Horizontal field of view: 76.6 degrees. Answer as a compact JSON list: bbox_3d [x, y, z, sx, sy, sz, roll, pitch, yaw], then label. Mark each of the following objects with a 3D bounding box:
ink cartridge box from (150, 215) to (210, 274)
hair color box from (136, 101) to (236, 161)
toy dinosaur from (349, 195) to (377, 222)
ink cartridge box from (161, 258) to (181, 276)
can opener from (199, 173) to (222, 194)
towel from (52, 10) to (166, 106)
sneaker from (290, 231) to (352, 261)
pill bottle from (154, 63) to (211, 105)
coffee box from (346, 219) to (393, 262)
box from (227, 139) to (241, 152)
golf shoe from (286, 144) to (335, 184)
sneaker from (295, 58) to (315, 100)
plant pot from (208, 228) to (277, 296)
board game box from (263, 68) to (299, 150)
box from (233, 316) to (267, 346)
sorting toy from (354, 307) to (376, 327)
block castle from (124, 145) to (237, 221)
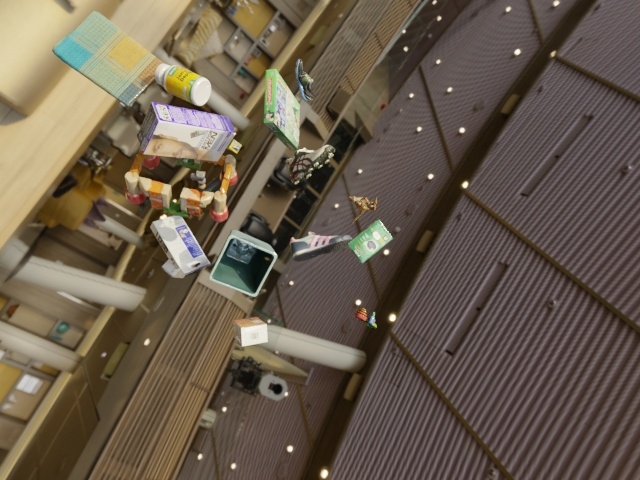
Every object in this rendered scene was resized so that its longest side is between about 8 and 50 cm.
[{"bbox_3d":[-0.731,0.028,2.119,0.165,0.333,0.065,-24,166,-45],"label":"ink cartridge box"},{"bbox_3d":[-0.540,-0.430,1.651,0.185,0.338,0.110,-43,-117,37],"label":"hair color box"},{"bbox_3d":[0.162,-0.135,1.573,0.112,0.211,0.064,1,-111,17],"label":"toy dinosaur"},{"bbox_3d":[-0.792,0.129,2.313,0.159,0.092,0.218,-48,-179,-9],"label":"ink cartridge box"},{"bbox_3d":[-0.592,-0.248,2.071,0.283,0.076,0.095,-38,-123,6],"label":"can opener"},{"bbox_3d":[-0.881,-0.764,1.714,0.272,0.370,0.040,-56,-173,-19],"label":"towel"},{"bbox_3d":[0.000,0.000,2.029,0.112,0.318,0.131,104,-32,-58],"label":"sneaker"},{"bbox_3d":[-0.569,-0.647,1.669,0.118,0.208,0.118,-59,169,-19],"label":"pill bottle"},{"bbox_3d":[0.218,0.003,1.807,0.184,0.113,0.040,-39,-172,-7],"label":"coffee box"},{"bbox_3d":[-0.500,-0.529,2.213,0.169,0.059,0.054,32,-91,46],"label":"box"},{"bbox_3d":[-0.055,-0.338,1.687,0.105,0.120,0.272,-24,177,-45],"label":"golf shoe"},{"bbox_3d":[-0.071,-0.752,1.894,0.078,0.188,0.067,-15,-147,5],"label":"sneaker"},{"bbox_3d":[-0.387,0.085,2.019,0.247,0.247,0.252,-61,-161,12],"label":"plant pot"},{"bbox_3d":[-0.152,-0.526,1.677,0.046,0.317,0.214,-1,-97,14],"label":"board game box"},{"bbox_3d":[-0.348,0.445,1.997,0.170,0.129,0.091,6,-80,64],"label":"box"},{"bbox_3d":[0.162,0.263,1.391,0.061,0.102,0.042,-2,-123,54],"label":"sorting toy"},{"bbox_3d":[-0.622,-0.264,1.848,0.213,0.452,0.303,119,-20,-57],"label":"block castle"}]
